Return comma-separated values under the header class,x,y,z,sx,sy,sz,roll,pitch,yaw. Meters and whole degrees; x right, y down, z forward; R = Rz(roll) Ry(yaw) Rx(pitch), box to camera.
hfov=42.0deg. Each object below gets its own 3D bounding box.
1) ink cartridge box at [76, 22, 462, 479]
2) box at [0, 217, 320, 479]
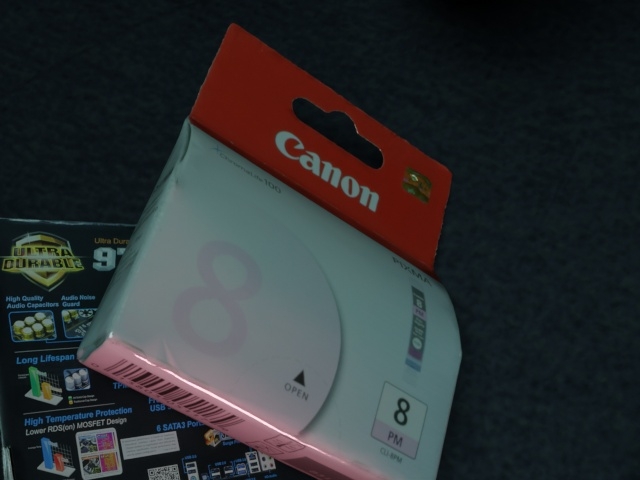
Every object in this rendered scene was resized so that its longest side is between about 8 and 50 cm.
class,x,y,z,sx,sy,sz,roll,pitch,yaw
ink cartridge box,0.000,0.000,0.456,0.189,0.066,0.232,31,61,-22
box,-0.072,0.079,0.445,0.220,0.051,0.175,1,64,-40
